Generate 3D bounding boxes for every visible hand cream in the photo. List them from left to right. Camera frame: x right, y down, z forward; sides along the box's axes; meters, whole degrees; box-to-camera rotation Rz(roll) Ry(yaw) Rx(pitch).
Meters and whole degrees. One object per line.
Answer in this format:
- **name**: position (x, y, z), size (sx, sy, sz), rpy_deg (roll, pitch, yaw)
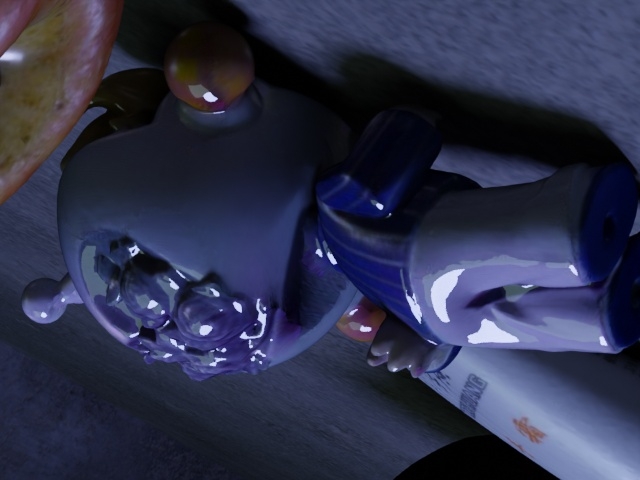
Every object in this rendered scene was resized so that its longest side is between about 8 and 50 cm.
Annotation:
- **hand cream**: position (0.143, 0.089, 0.953), size (0.314, 0.089, 0.139), rpy_deg (29, 167, 14)

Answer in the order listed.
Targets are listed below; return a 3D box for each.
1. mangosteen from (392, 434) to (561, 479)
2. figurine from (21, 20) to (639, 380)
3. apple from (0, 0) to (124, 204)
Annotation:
- **mangosteen**: position (0.137, 0.313, 1.286), size (0.307, 0.347, 0.307), rpy_deg (31, -154, -17)
- **figurine**: position (0.007, 0.007, 0.745), size (0.274, 0.133, 0.194), rpy_deg (19, 153, 15)
- **apple**: position (-0.189, -0.098, 0.505), size (0.241, 0.242, 0.242), rpy_deg (37, 169, 6)
